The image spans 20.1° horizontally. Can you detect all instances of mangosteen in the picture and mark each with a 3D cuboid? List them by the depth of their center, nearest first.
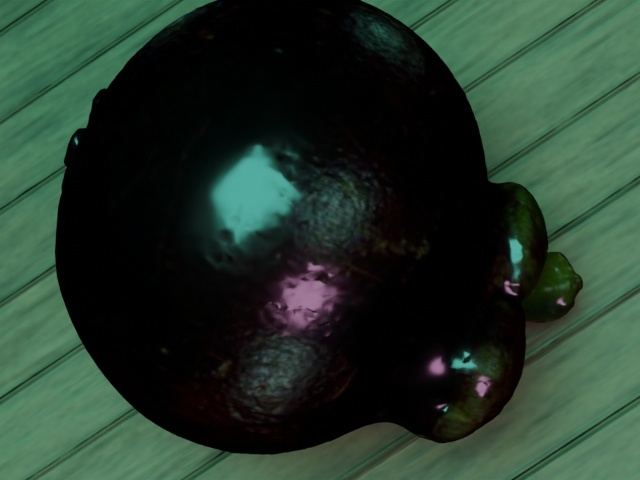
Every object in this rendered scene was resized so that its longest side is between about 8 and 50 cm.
[{"bbox_3d":[-0.014,0.006,1.115,0.297,0.297,0.313,-39,80,1],"label":"mangosteen"}]
